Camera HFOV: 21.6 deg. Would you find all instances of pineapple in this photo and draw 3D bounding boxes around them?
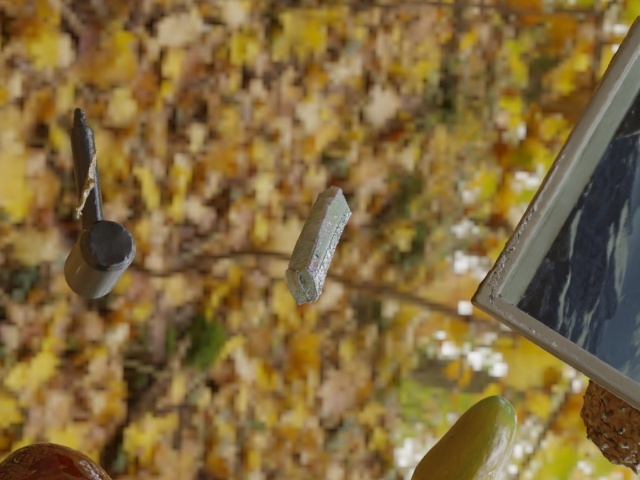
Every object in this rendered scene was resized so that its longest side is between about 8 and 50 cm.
[{"bbox_3d":[0.421,0.178,2.067,0.279,0.157,0.158,107,-17,-62],"label":"pineapple"}]

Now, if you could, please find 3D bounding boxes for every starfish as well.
[{"bbox_3d":[-0.270,-0.068,1.959,0.086,0.016,0.092,-100,-155,-62],"label":"starfish"}]

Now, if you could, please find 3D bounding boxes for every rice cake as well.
[{"bbox_3d":[0.000,0.000,1.842,0.211,0.034,0.043,-69,142,-59],"label":"rice cake"}]

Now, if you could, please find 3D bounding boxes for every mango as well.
[{"bbox_3d":[0.217,0.322,2.475,0.237,0.091,0.137,-51,-160,-17],"label":"mango"}]

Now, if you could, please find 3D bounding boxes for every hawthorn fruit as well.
[{"bbox_3d":[-0.307,0.344,1.972,0.248,0.208,0.208,-1,-93,53],"label":"hawthorn fruit"}]

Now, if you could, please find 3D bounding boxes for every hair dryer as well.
[{"bbox_3d":[-0.286,-0.061,2.129,0.114,0.070,0.248,135,-48,-62],"label":"hair dryer"}]

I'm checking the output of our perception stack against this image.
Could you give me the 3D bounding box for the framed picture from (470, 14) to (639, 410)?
[{"bbox_3d":[0.328,-0.017,1.605,0.335,0.247,0.022,-58,-179,-12],"label":"framed picture"}]
